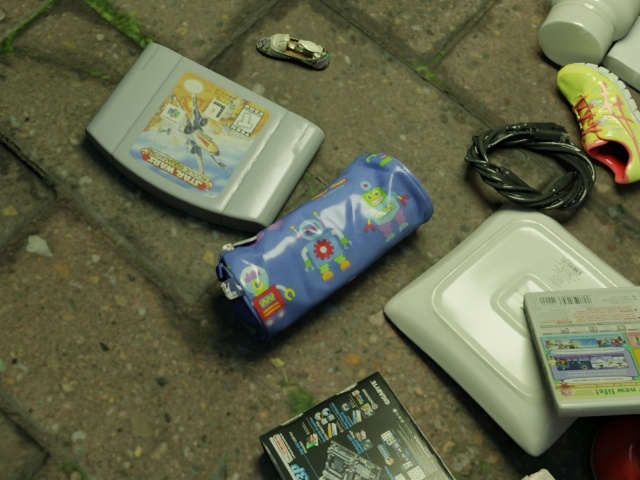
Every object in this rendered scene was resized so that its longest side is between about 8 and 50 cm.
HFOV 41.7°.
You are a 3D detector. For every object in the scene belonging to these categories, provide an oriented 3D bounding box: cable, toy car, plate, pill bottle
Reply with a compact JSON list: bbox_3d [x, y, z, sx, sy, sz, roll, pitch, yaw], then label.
[{"bbox_3d":[0.292,-0.103,1.187,0.185,0.047,0.150,-2,58,-14],"label":"cable"},{"bbox_3d":[0.447,0.260,0.969,0.210,0.238,0.219,16,70,3],"label":"toy car"},{"bbox_3d":[0.272,0.090,1.099,0.278,0.045,0.277,-38,64,-17],"label":"plate"},{"bbox_3d":[0.422,-0.373,1.264,0.131,0.131,0.229,31,71,8],"label":"pill bottle"}]

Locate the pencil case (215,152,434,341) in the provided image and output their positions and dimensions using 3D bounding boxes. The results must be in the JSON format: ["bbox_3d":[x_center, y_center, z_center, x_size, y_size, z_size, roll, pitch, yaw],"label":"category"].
[{"bbox_3d":[0.000,0.000,1.102,0.306,0.119,0.133,-36,98,-16],"label":"pencil case"}]

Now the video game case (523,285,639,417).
[{"bbox_3d":[0.365,0.126,0.993,0.212,0.023,0.193,-3,37,2],"label":"video game case"}]

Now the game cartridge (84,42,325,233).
[{"bbox_3d":[-0.168,-0.139,1.182,0.297,0.062,0.198,28,66,7],"label":"game cartridge"}]

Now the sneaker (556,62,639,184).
[{"bbox_3d":[0.405,-0.168,1.207,0.094,0.081,0.208,-32,75,-21],"label":"sneaker"}]

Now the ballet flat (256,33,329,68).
[{"bbox_3d":[-0.040,-0.290,1.253,0.114,0.041,0.041,17,69,3],"label":"ballet flat"}]

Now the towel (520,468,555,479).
[{"bbox_3d":[0.242,0.485,0.951,0.332,0.053,0.317,-40,77,-6],"label":"towel"}]

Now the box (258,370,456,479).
[{"bbox_3d":[0.053,0.285,0.998,0.175,0.051,0.220,-27,53,-13],"label":"box"}]

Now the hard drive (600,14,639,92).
[{"bbox_3d":[0.609,-0.327,1.306,0.210,0.040,0.318,37,72,10],"label":"hard drive"}]
